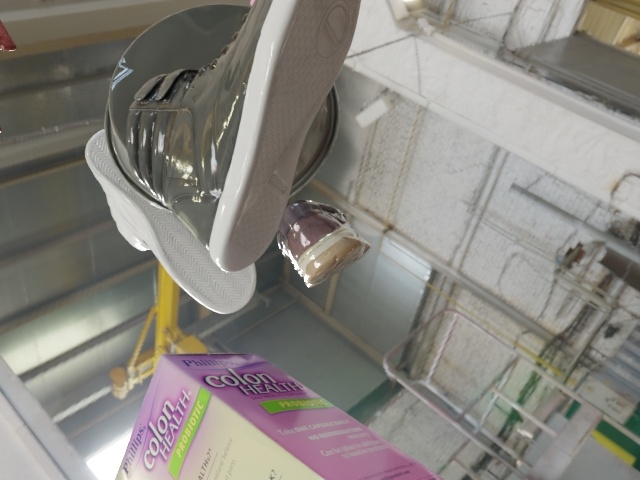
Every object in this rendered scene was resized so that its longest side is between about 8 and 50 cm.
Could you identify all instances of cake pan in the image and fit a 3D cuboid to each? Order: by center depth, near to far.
[{"bbox_3d":[-0.123,-0.168,0.763,0.293,0.293,0.054,-46,-14,-15],"label":"cake pan"}]

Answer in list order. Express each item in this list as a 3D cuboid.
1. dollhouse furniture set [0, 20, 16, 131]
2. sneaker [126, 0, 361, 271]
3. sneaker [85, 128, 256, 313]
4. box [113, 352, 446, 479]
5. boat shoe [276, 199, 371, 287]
[{"bbox_3d":[-0.607,-0.217,0.783,0.374,0.152,0.201,-21,-14,-37],"label":"dollhouse furniture set"},{"bbox_3d":[-0.074,-0.132,0.500,0.105,0.147,0.295,-19,-43,-56],"label":"sneaker"},{"bbox_3d":[-0.194,-0.009,0.859,0.108,0.292,0.169,-38,-10,-19],"label":"sneaker"},{"bbox_3d":[-0.041,0.233,0.470,0.117,0.243,0.213,14,-81,-55],"label":"box"},{"bbox_3d":[0.000,0.000,0.797,0.103,0.092,0.285,-33,-5,2],"label":"boat shoe"}]
